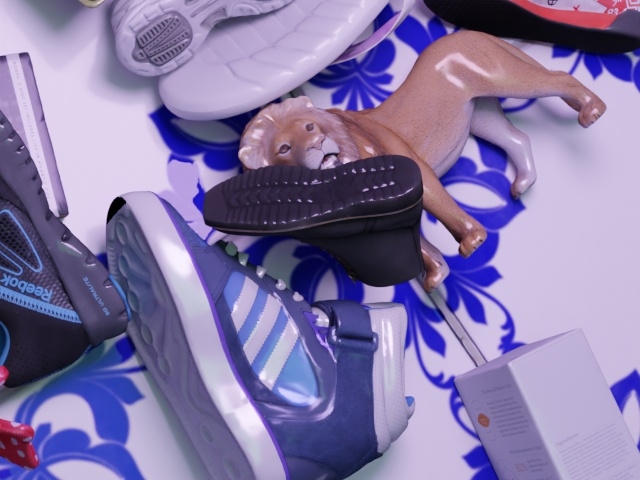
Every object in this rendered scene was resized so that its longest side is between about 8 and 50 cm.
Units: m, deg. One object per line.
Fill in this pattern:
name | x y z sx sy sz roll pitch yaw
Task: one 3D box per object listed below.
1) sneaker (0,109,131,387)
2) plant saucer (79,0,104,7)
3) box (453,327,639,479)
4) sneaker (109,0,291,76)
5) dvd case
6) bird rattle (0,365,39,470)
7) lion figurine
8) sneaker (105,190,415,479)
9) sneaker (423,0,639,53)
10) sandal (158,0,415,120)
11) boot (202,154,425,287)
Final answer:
sneaker | -0.305 -0.026 1.310 0.140 0.125 0.340 -35 104 -12
plant saucer | -0.226 -0.320 1.453 0.188 0.045 0.188 37 67 12
box | 0.226 0.187 1.477 0.091 0.130 0.170 -23 87 -23
sneaker | -0.108 -0.260 1.449 0.232 0.090 0.115 -29 46 -3
dvd case | -0.358 -0.079 1.385 0.221 0.018 0.164 -12 82 -22
bird rattle | -0.363 0.168 1.219 0.254 0.207 0.143 1 91 4
lion figurine | 0.105 -0.112 1.517 0.240 0.142 0.392 45 53 3
sneaker | -0.039 0.073 1.419 0.236 0.130 0.322 -23 82 -32
sneaker | 0.230 -0.295 1.615 0.270 0.090 0.145 9 74 -22
sandal | 0.021 -0.238 1.510 0.416 0.169 0.102 -43 136 -18
boot | 0.000 0.000 1.378 0.198 0.137 0.076 -4 48 8
